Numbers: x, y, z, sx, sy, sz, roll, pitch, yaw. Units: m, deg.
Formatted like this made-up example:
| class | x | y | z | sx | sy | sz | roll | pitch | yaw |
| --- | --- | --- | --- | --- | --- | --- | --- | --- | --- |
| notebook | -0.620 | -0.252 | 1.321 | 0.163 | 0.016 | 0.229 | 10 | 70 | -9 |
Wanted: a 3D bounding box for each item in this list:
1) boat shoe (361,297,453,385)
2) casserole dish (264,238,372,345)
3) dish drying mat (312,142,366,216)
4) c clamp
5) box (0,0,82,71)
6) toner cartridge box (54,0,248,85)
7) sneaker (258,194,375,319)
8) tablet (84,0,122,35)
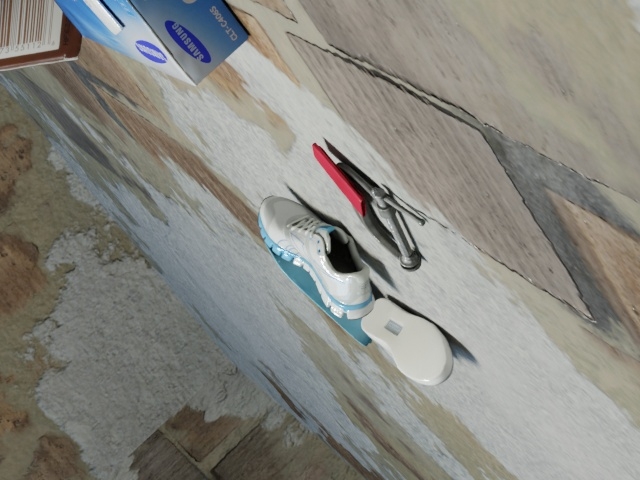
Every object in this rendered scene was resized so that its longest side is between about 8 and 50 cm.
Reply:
| class | x | y | z | sx | sy | sz | roll | pitch | yaw |
| --- | --- | --- | --- | --- | --- | --- | --- | --- | --- |
| boat shoe | 0.110 | 0.126 | 1.964 | 0.063 | 0.066 | 0.184 | 36 | 175 | -31 |
| casserole dish | 0.009 | 0.051 | 2.061 | 0.188 | 0.037 | 0.114 | 44 | -169 | -22 |
| dish drying mat | 0.019 | -0.060 | 1.673 | 0.083 | 0.008 | 0.032 | 51 | 165 | 26 |
| c clamp | 0.063 | -0.017 | 1.690 | 0.137 | 0.022 | 0.160 | 42 | 169 | 28 |
| box | -0.460 | -0.340 | 2.056 | 0.381 | 0.191 | 0.143 | 41 | 133 | 38 |
| toner cartridge box | -0.208 | -0.264 | 1.712 | 0.165 | 0.075 | 0.348 | 51 | 170 | -27 |
| sneaker | 0.000 | 0.000 | 1.960 | 0.191 | 0.071 | 0.083 | 44 | 148 | 28 |
| tablet | -0.223 | -0.233 | 1.653 | 0.083 | 0.006 | 0.054 | 50 | 170 | -9 |
